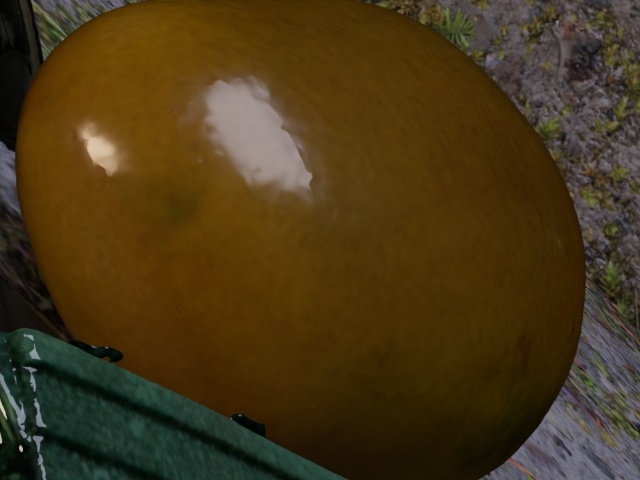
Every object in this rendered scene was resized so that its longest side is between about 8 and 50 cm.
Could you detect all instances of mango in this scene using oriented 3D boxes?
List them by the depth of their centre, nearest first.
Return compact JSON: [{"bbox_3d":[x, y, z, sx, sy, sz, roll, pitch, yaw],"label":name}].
[{"bbox_3d":[0.000,0.000,0.878,0.446,0.232,0.300,19,54,-63],"label":"mango"}]

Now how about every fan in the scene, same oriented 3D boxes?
[{"bbox_3d":[-0.197,-0.111,0.930,0.223,0.012,0.294,22,-51,58],"label":"fan"}]

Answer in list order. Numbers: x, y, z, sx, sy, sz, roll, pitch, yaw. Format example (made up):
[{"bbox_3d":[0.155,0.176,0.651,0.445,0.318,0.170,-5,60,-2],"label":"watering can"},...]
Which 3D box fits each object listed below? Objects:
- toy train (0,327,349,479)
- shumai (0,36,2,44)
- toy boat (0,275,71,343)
[{"bbox_3d":[-0.046,0.160,0.562,0.330,0.138,0.178,34,27,-46],"label":"toy train"},{"bbox_3d":[-0.250,-0.128,0.795,0.201,0.120,0.201,45,14,-14],"label":"shumai"},{"bbox_3d":[-0.146,0.052,0.788,0.115,0.016,0.063,45,15,1],"label":"toy boat"}]
